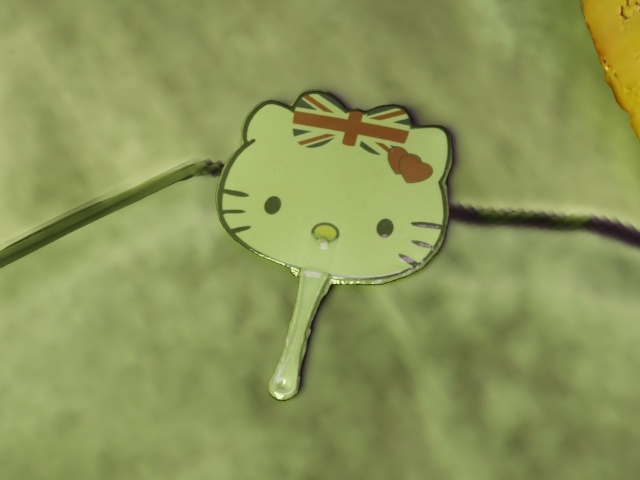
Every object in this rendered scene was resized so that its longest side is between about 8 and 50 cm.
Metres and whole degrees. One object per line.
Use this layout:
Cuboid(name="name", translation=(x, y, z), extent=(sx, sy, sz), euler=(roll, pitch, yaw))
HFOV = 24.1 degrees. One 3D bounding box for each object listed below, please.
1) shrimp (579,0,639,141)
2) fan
Cuboid(name="shrimp", translation=(0.173, -0.100, 0.303), extent=(0.222, 0.054, 0.290), euler=(42, 106, 25))
Cuboid(name="fan", translation=(0.000, 0.000, 0.349), extent=(0.056, 0.004, 0.083), euler=(12, 60, 8))
